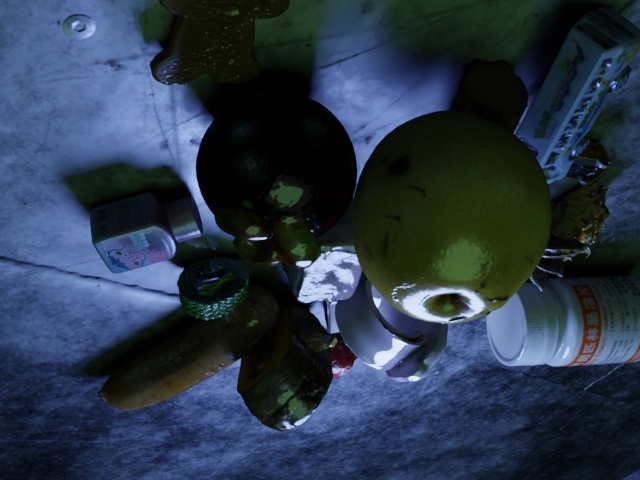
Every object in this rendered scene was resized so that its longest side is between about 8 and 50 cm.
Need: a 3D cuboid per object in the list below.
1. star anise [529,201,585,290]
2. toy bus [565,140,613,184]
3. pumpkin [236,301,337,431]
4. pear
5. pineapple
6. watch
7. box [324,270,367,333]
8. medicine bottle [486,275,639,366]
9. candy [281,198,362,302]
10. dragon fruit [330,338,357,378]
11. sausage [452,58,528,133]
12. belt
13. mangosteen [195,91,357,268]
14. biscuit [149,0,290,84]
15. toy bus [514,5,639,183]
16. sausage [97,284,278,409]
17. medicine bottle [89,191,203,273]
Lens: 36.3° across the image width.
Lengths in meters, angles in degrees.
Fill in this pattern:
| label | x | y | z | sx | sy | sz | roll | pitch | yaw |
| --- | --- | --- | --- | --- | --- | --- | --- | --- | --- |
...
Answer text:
| label | x | y | z | sx | sy | sz | roll | pitch | yaw |
| --- | --- | --- | --- | --- | --- | --- | --- | --- | --- |
| star anise | 0.427 | 0.010 | 2.022 | 0.093 | 0.229 | 0.236 | -24 | 138 | -44 |
| toy bus | 0.486 | -0.162 | 1.906 | 0.162 | 0.074 | 0.069 | 6 | 147 | -30 |
| pumpkin | -0.059 | 0.251 | 2.088 | 0.139 | 0.317 | 0.222 | 42 | 109 | -13 |
| pear | 0.215 | -0.036 | 1.626 | 0.348 | 0.348 | 0.348 | -9 | 144 | -7 |
| pineapple | 0.524 | -0.017 | 2.063 | 0.233 | 0.135 | 0.079 | -37 | 139 | 26 |
| watch | 0.155 | 0.153 | 2.027 | 0.217 | 0.248 | 0.211 | 39 | 123 | -16 |
| box | 0.177 | 0.100 | 2.157 | 0.343 | 0.065 | 0.200 | -11 | 144 | -6 |
| medicine bottle | 0.598 | 0.190 | 2.303 | 0.371 | 0.211 | 0.211 | -1 | 142 | -19 |
| candy | 0.000 | 0.000 | 1.877 | 0.137 | 0.185 | 0.195 | -7 | 140 | -18 |
| dragon fruit | 0.060 | 0.272 | 2.334 | 0.190 | 0.094 | 0.094 | -21 | 144 | 1 |
| sausage | 0.280 | -0.170 | 1.781 | 0.117 | 0.125 | 0.317 | -5 | 144 | -14 |
| belt | -0.212 | 0.087 | 1.961 | 0.151 | 0.121 | 0.079 | -16 | 141 | -18 |
| mangosteen | -0.074 | -0.102 | 1.615 | 0.288 | 0.288 | 0.288 | -9 | 144 | -7 |
| biscuit | -0.147 | -0.351 | 1.454 | 0.197 | 0.049 | 0.301 | -4 | 143 | -22 |
| toy bus | 0.432 | -0.238 | 1.705 | 0.136 | 0.109 | 0.330 | -29 | 151 | -39 |
| sausage | -0.285 | 0.252 | 2.154 | 0.501 | 0.123 | 0.136 | -33 | 143 | 25 |
| medicine bottle | -0.316 | -0.021 | 1.798 | 0.188 | 0.094 | 0.119 | -15 | 143 | 2 |
